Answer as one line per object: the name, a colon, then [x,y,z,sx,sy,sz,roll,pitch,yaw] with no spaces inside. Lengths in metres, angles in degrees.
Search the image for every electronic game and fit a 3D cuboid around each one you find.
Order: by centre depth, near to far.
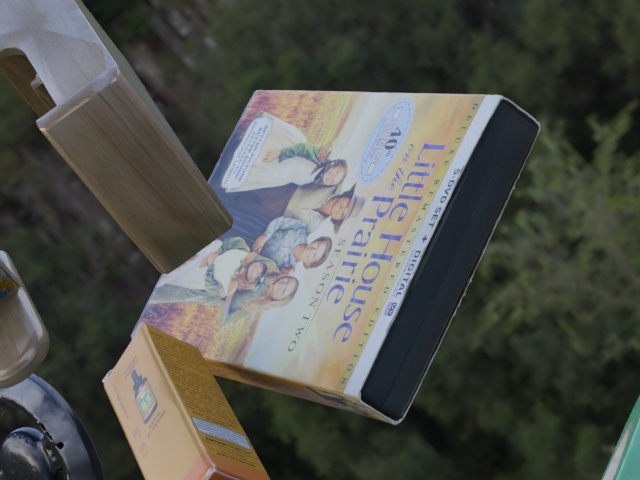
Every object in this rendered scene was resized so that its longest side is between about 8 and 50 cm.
electronic game: [-0.315,0.249,2.072,0.048,0.229,0.229,-25,-6,-43]

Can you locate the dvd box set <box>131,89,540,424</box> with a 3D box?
dvd box set: [0.000,0.000,1.800,0.420,0.062,0.308,9,70,57]

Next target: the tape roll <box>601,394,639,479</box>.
tape roll: [0.214,0.255,1.356,0.321,0.077,0.321,23,-90,-82]

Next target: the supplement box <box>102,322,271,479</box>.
supplement box: [-0.121,0.172,1.673,0.078,0.080,0.233,-56,36,16]

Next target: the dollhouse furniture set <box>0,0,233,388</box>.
dollhouse furniture set: [-0.305,-0.015,1.407,0.394,0.362,0.256,-36,43,0]
